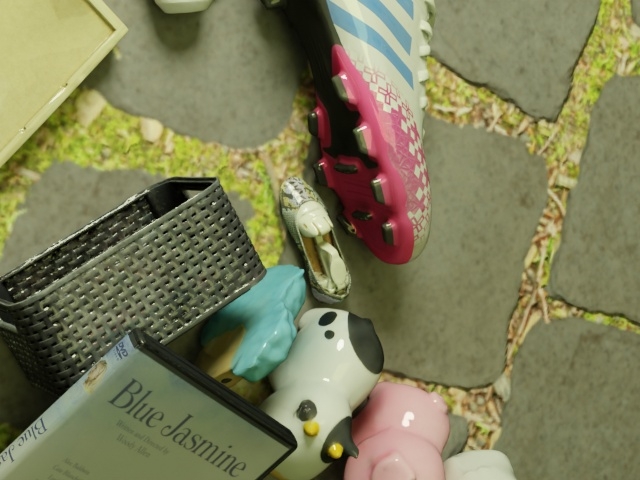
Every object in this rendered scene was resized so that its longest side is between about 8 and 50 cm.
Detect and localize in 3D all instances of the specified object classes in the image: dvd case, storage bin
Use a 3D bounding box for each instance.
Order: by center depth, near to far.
[{"bbox_3d":[-0.159,0.190,0.966,0.253,0.022,0.180,-43,131,8],"label":"dvd case"},{"bbox_3d":[-0.146,0.032,0.991,0.180,0.122,0.084,-33,107,-23],"label":"storage bin"}]

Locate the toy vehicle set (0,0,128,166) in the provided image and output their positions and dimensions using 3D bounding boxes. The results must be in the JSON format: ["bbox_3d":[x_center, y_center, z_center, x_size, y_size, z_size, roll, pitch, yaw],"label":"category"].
[{"bbox_3d":[-0.285,-0.189,0.954,0.267,0.035,0.166,48,72,-22],"label":"toy vehicle set"}]

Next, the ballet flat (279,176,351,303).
[{"bbox_3d":[0.000,0.000,1.115,0.041,0.041,0.114,-25,104,-25],"label":"ballet flat"}]

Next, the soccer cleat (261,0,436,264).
[{"bbox_3d":[0.051,-0.148,1.090,0.143,0.116,0.331,-25,104,-24],"label":"soccer cleat"}]

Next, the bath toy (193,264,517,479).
[{"bbox_3d":[0.055,0.169,1.104,0.348,0.129,0.151,41,74,-24],"label":"bath toy"}]

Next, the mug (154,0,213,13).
[{"bbox_3d":[-0.100,-0.211,1.040,0.078,0.062,0.064,-10,105,-21],"label":"mug"}]
